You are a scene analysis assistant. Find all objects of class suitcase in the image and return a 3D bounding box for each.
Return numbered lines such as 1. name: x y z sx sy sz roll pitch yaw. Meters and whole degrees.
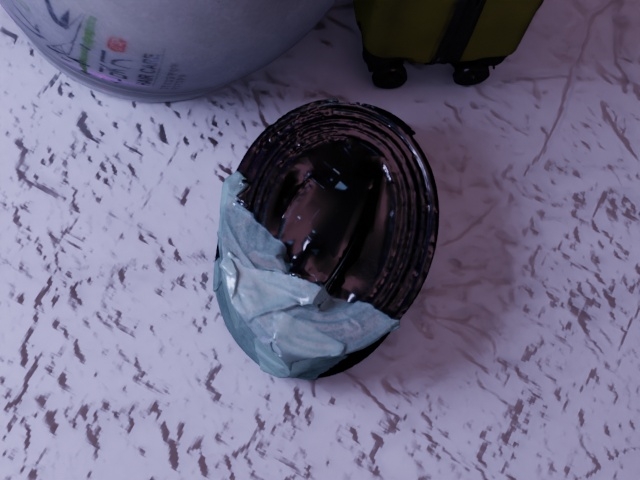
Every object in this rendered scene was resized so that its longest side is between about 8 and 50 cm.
1. suitcase: 0.100 -0.242 0.871 0.143 0.235 0.194 -2 68 -10

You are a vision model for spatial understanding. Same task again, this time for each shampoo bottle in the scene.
1. shampoo bottle: -0.104 -0.235 0.813 0.273 0.266 0.273 3 76 -14

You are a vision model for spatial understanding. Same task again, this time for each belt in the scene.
1. belt: 0.000 0.000 0.840 0.151 0.078 0.198 17 67 -4
